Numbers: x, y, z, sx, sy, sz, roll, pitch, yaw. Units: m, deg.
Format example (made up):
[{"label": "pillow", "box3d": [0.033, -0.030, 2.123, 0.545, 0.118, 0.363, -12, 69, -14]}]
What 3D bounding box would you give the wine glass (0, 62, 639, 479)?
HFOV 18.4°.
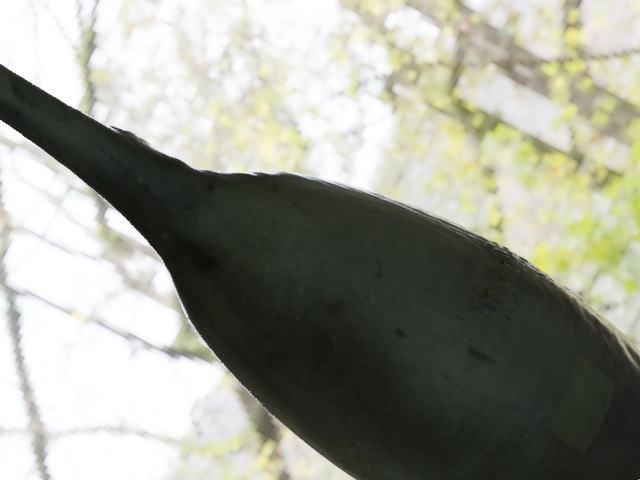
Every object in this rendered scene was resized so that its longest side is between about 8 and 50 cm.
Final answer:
[{"label": "wine glass", "box3d": [0.000, 0.000, 0.533, 0.096, 0.309, 0.264, -60, 21, -9]}]
